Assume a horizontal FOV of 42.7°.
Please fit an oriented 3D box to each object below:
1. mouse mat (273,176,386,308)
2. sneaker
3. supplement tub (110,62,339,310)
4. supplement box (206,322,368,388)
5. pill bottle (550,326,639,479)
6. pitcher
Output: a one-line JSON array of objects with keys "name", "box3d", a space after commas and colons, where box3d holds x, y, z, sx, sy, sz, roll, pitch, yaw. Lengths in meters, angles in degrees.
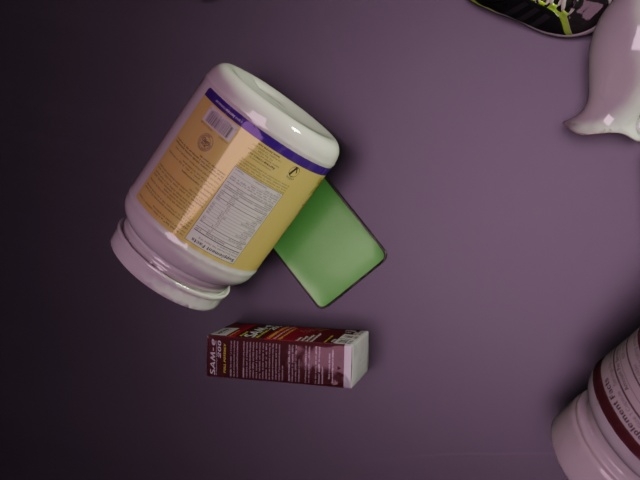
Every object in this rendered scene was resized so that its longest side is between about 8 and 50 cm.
[{"name": "mouse mat", "box3d": [0.000, 0.000, 1.368, 0.153, 0.007, 0.189, -40, 85, 14]}, {"name": "sneaker", "box3d": [0.311, -0.359, 1.209, 0.235, 0.097, 0.084, 17, 99, 13]}, {"name": "supplement tub", "box3d": [-0.153, -0.080, 1.282, 0.241, 0.241, 0.331, 39, 103, 9]}, {"name": "supplement box", "box3d": [-0.051, 0.183, 1.331, 0.240, 0.130, 0.073, 2, 94, 14]}, {"name": "pill bottle", "box3d": [0.505, 0.199, 1.085, 0.224, 0.224, 0.392, 42, 125, 9]}, {"name": "pitcher", "box3d": [0.466, -0.240, 1.176, 0.178, 0.125, 0.207, 13, 109, -7]}]
